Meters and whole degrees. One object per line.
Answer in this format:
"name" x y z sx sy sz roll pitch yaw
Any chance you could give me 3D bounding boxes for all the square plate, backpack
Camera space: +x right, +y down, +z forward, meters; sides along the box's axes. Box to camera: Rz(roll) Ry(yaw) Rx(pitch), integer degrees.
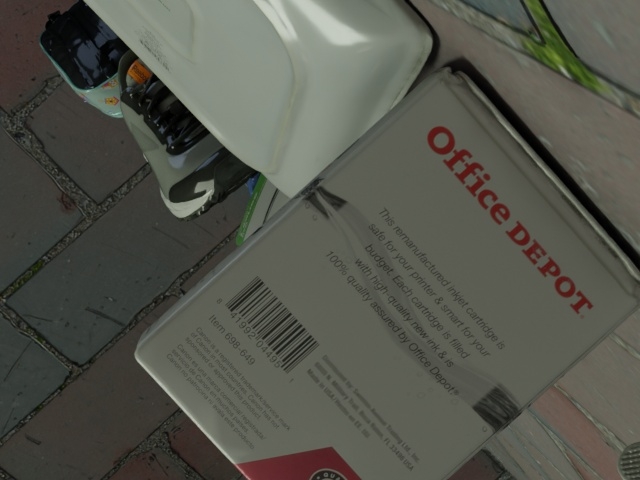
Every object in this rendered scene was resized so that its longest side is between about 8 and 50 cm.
"square plate" -0.094 -0.173 0.805 0.347 0.049 0.344 46 165 5
"backpack" -0.270 -0.253 1.709 0.144 0.166 0.188 49 180 -43

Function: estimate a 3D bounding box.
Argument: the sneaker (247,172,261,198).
"sneaker" 0.000 0.000 1.650 0.296 0.112 0.131 50 177 -20

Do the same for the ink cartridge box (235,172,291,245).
"ink cartridge box" 0.025 0.004 1.089 0.160 0.092 0.219 22 -177 -12

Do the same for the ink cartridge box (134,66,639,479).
"ink cartridge box" 0.036 0.037 0.669 0.158 0.218 0.092 48 -178 -4

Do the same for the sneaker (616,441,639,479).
"sneaker" 0.285 0.213 0.966 0.070 0.051 0.134 48 180 -35

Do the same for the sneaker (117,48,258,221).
"sneaker" -0.122 -0.098 1.079 0.108 0.100 0.271 55 174 -28
